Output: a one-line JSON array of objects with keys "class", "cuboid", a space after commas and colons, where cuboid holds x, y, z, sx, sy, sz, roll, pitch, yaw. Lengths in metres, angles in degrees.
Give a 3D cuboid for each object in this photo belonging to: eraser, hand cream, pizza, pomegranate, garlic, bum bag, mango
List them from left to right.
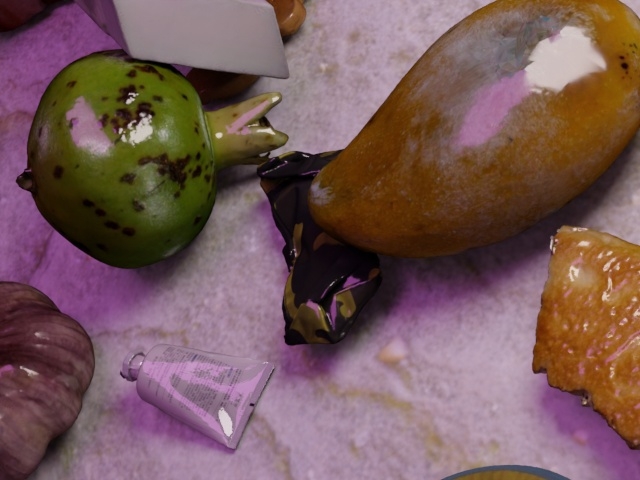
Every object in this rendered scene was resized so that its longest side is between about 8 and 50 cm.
[{"class": "garlic", "cuboid": [-0.340, 0.139, 1.454, 0.245, 0.160, 0.245, -21, 49, 26]}, {"class": "eraser", "cuboid": [-0.192, -0.280, 1.572, 0.397, 0.213, 0.082, 45, 124, 52]}, {"class": "pomegranate", "cuboid": [-0.161, -0.083, 1.467, 0.263, 0.211, 0.211, -11, 46, -10]}, {"class": "hand cream", "cuboid": [-0.115, 0.131, 1.376, 0.142, 0.053, 0.084, 16, 71, 27]}, {"class": "bum bag", "cuboid": [0.000, 0.000, 1.361, 0.106, 0.060, 0.233, -30, 45, 18]}, {"class": "mango", "cuboid": [0.128, -0.090, 1.258, 0.316, 0.146, 0.193, -30, 47, 11]}, {"class": "pizza", "cuboid": [0.239, 0.080, 1.123, 0.134, 0.056, 0.271, -47, 45, -3]}]

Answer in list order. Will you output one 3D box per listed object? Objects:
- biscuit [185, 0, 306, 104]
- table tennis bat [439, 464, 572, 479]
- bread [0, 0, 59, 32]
[{"class": "biscuit", "cuboid": [-0.067, -0.221, 1.595, 0.133, 0.027, 0.184, 1, 61, 44]}, {"class": "table tennis bat", "cuboid": [0.151, 0.275, 1.065, 0.329, 0.044, 0.215, 24, 75, 47]}, {"class": "bread", "cuboid": [-0.348, -0.415, 1.893, 0.327, 0.114, 0.295, -30, 45, 18]}]
